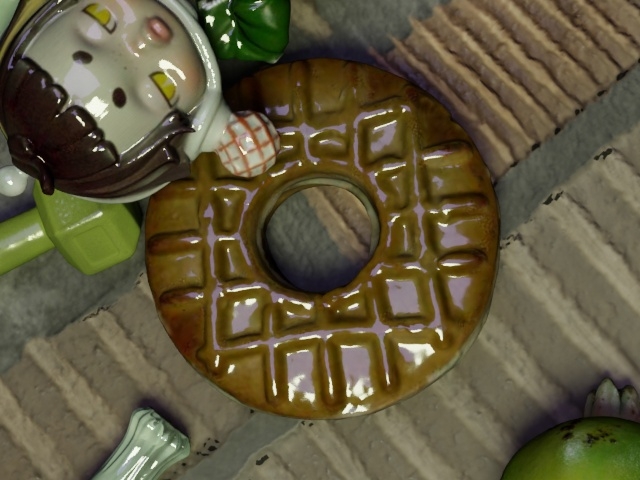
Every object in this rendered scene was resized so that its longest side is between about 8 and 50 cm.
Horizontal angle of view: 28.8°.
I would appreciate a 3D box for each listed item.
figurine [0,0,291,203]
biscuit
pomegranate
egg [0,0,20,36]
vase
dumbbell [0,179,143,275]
[{"bbox_3d":[-0.129,-0.173,1.045,0.281,0.167,0.370,46,73,-5],"label":"figurine"},{"bbox_3d":[0.000,0.000,1.100,0.332,0.103,0.332,-2,78,8],"label":"biscuit"},{"bbox_3d":[0.226,0.205,1.004,0.180,0.180,0.210,4,49,9],"label":"pomegranate"},{"bbox_3d":[-0.256,-0.269,1.139,0.203,0.203,0.283,44,92,14],"label":"egg"},{"bbox_3d":[-0.180,0.218,1.097,0.081,0.081,0.149,36,82,13],"label":"vase"},{"bbox_3d":[-0.312,0.017,1.139,0.302,0.121,0.108,-26,47,3],"label":"dumbbell"}]
